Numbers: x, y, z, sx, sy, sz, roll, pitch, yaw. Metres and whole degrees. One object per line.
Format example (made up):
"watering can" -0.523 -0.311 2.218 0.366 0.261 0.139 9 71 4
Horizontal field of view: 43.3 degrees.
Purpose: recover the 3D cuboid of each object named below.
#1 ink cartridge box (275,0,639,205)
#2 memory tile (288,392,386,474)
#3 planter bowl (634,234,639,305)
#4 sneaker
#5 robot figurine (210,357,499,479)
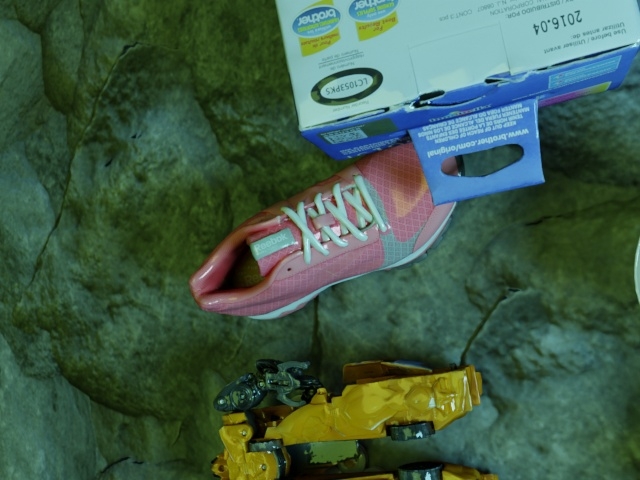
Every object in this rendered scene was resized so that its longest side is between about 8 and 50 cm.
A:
"ink cartridge box" 0.095 -0.235 0.674 0.270 0.151 0.396 -13 83 13
"memory tile" 0.002 0.248 0.869 0.148 0.012 0.113 43 112 23
"planter bowl" 0.333 0.022 0.595 0.162 0.109 0.162 0 90 45
"sneaker" 0.000 0.001 0.787 0.314 0.136 0.116 -33 76 27
"robot figurine" 0.023 0.214 0.799 0.291 0.085 0.211 -12 83 26
